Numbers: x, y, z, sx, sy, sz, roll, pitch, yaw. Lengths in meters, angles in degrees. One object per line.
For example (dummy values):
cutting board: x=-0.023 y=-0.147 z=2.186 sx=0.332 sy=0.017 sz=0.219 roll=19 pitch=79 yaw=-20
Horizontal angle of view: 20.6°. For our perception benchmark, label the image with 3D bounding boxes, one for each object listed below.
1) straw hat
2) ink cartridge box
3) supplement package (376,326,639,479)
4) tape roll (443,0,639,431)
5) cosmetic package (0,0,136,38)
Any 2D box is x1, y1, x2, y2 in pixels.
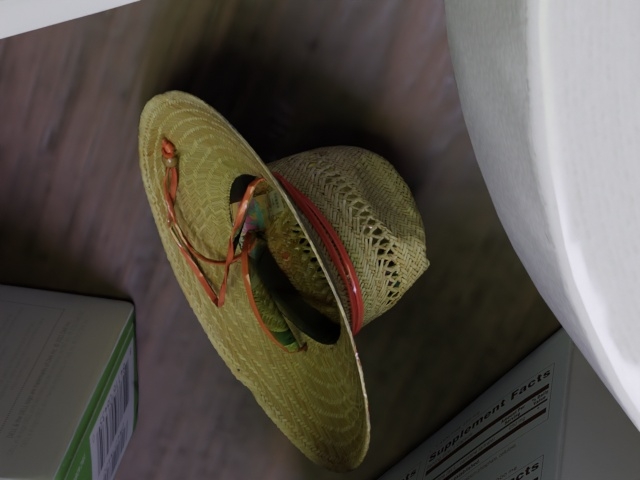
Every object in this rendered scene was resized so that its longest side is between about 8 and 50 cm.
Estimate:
straw hat: x=0.000 y=0.000 z=0.577 sx=0.061 sy=0.144 sz=0.144 roll=-26 pitch=123 yaw=-21
ink cartridge box: x=-0.179 y=0.061 z=0.631 sx=0.209 sy=0.109 sz=0.062 roll=8 pitch=123 yaw=6
supplement package: x=0.097 y=0.179 z=0.595 sx=0.194 sy=0.203 sz=0.149 roll=39 pitch=122 yaw=-13
tape roll: x=0.218 y=-0.081 z=0.397 sx=0.392 sy=0.072 sz=0.392 roll=-5 pitch=116 yaw=-11
cosmetic package: x=-0.058 y=-0.125 z=0.515 sx=0.239 sy=0.060 sz=0.098 roll=-11 pitch=117 yaw=18
